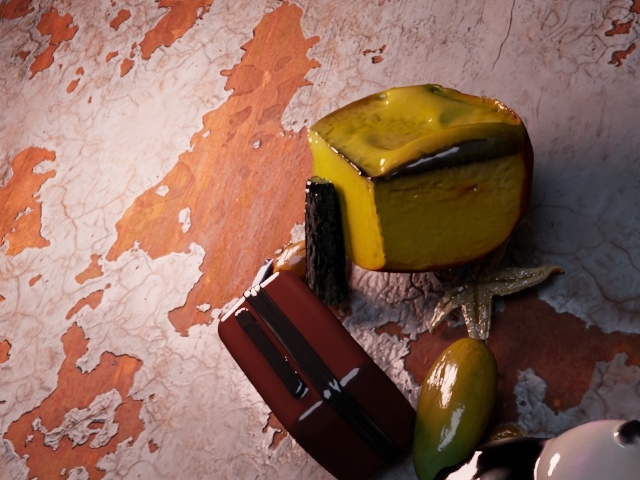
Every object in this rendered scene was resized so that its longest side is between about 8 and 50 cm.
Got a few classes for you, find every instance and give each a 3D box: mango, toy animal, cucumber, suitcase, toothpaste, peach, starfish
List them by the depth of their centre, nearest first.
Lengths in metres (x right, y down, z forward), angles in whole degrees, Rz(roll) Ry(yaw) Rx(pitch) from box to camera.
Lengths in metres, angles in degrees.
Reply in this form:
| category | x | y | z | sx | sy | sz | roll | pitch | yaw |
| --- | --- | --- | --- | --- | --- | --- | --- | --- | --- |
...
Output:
| category | x | y | z | sx | sy | sz | roll | pitch | yaw |
| --- | --- | --- | --- | --- | --- | --- | --- | --- | --- |
| toy animal | 0.308 | 0.340 | 1.556 | 0.310 | 0.251 | 0.251 | -25 | 48 | 15 |
| mango | 0.194 | 0.240 | 1.771 | 0.137 | 0.091 | 0.237 | -51 | 16 | 39 |
| suitcase | -0.004 | 0.202 | 1.855 | 0.161 | 0.236 | 0.297 | -40 | 46 | -1 |
| starfish | 0.272 | 0.071 | 1.920 | 0.138 | 0.050 | 0.247 | 33 | 80 | 40 |
| peach | 0.175 | -0.091 | 1.969 | 0.306 | 0.242 | 0.380 | -25 | 25 | -18 |
| cucumber | -0.003 | 0.000 | 2.021 | 0.062 | 0.211 | 0.078 | -16 | 24 | -17 |
| mango | -0.025 | 0.029 | 2.111 | 0.127 | 0.063 | 0.077 | -31 | 5 | -8 |
| toothpaste | -0.104 | 0.067 | 2.166 | 0.027 | 0.019 | 0.083 | -14 | 45 | 53 |

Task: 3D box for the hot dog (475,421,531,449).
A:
| category | x | y | z | sx | sy | sz | roll | pitch | yaw |
| --- | --- | --- | --- | --- | --- | --- | --- | --- | --- |
| hot dog | 0.228 | 0.339 | 1.740 | 0.191 | 0.059 | 0.108 | -45 | 42 | -3 |
